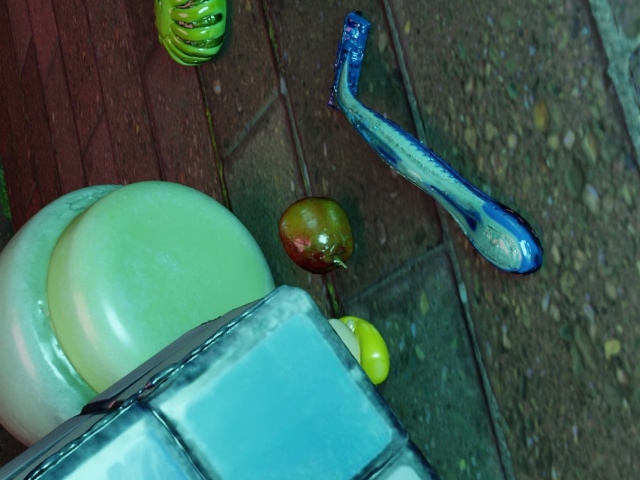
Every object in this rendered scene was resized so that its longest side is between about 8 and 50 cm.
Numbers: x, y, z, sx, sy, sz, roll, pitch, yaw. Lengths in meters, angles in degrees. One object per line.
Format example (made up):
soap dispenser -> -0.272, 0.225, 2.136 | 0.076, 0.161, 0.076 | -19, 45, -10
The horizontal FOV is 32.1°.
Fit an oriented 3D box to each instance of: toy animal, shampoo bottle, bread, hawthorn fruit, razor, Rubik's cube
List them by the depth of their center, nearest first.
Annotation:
razor -> 0.071, -0.072, 0.887 | 0.324, 0.056, 0.093 | -125, 37, -46
Rubik's cube -> -0.093, 0.260, 0.925 | 0.318, 0.316, 0.313 | 56, 156, -4
toy animal -> 0.011, 0.119, 1.046 | 0.091, 0.082, 0.114 | -119, 30, -42
hawthorn fruit -> -0.004, -0.003, 1.057 | 0.077, 0.077, 0.077 | 172, 90, -67
shampoo bottle -> -0.229, 0.100, 1.275 | 0.317, 0.322, 0.322 | -28, 70, 44
bread -> -0.159, -0.275, 1.328 | 0.139, 0.071, 0.130 | -34, 71, 64
